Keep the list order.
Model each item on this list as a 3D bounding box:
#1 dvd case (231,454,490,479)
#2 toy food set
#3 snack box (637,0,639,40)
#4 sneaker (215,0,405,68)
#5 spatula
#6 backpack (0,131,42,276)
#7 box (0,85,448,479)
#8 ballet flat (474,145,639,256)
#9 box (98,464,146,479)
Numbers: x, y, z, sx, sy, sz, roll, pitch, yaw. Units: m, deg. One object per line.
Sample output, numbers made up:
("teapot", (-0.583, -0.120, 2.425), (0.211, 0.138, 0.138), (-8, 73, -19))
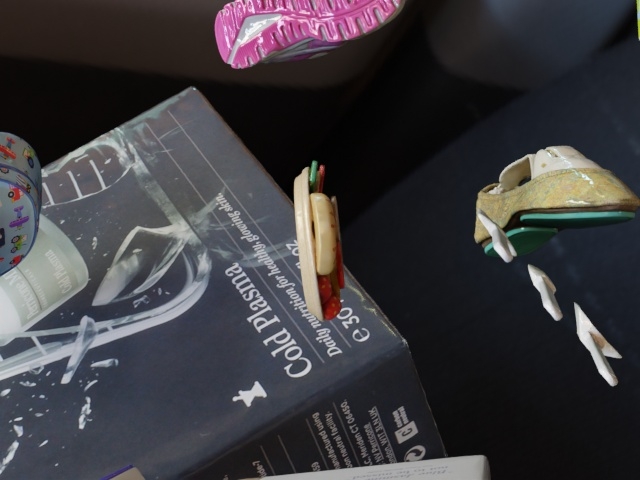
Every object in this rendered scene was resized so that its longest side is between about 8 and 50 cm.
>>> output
("dvd case", (0.000, 0.161, 0.846), (0.180, 0.022, 0.253), (-6, 5, 7))
("toy food set", (0.000, 0.000, 0.815), (0.020, 0.083, 0.082), (-6, 38, 3))
("snack box", (0.340, -0.266, 1.252), (0.174, 0.070, 0.207), (-3, 89, -8))
("sneaker", (-0.001, -0.278, 1.911), (0.111, 0.252, 0.103), (-13, 92, -59))
("spatula", (0.186, 0.043, 1.258), (0.168, 0.019, 0.242), (50, 6, -1))
("backpack", (-0.327, -0.016, 1.410), (0.173, 0.158, 0.117), (-9, 42, -20))
("box", (-0.192, 0.164, 1.586), (0.472, 0.297, 0.480), (-31, 45, -9))
("ballet flat", (0.282, -0.057, 1.952), (0.123, 0.348, 0.123), (3, 81, -17))
("box", (-0.200, 0.247, 1.214), (0.072, 0.137, 0.126), (57, 23, 7))
